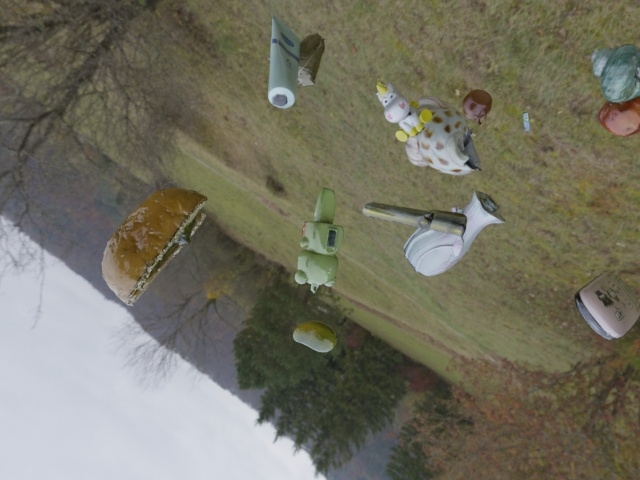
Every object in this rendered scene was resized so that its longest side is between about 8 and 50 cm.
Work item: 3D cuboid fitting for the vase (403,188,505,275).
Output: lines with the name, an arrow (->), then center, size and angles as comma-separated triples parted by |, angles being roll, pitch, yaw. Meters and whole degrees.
vase -> 0.600, -0.031, 1.901 | 0.250, 0.250, 0.445 | 39, 123, -8

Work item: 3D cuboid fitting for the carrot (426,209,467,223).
carrot -> 0.398, -0.083, 1.598 | 0.342, 0.070, 0.070 | 9, 148, 53

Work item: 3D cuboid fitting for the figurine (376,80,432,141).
figurine -> 0.207, -0.351, 1.119 | 0.178, 0.130, 0.109 | 24, 136, -32

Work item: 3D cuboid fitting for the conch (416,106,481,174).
conch -> 0.366, -0.299, 1.249 | 0.148, 0.275, 0.182 | -20, 137, 33

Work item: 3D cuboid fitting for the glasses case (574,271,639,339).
glasses case -> 0.676, 0.145, 0.989 | 0.075, 0.314, 0.122 | -44, 65, 38

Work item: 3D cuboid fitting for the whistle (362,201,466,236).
whistle -> 0.294, -0.073, 1.340 | 0.326, 0.057, 0.068 | 13, -160, 23

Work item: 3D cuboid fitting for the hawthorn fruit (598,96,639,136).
hawthorn fruit -> 1.237, -0.460, 1.656 | 0.285, 0.165, 0.165 | 30, 166, -13

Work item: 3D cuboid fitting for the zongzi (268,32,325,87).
zongzi -> -0.069, -0.590, 1.284 | 0.178, 0.189, 0.081 | 18, 177, -44

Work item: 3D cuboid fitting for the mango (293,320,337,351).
mango -> -0.019, 0.416, 1.856 | 0.191, 0.122, 0.085 | 24, -178, -2

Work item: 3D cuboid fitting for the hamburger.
hamburger -> -0.340, -0.006, 0.852 | 0.131, 0.262, 0.124 | 37, 160, -6

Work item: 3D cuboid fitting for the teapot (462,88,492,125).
teapot -> 0.607, -0.515, 1.649 | 0.116, 0.116, 0.173 | 66, -169, -60

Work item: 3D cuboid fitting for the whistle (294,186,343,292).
whistle -> 0.000, 0.000, 1.155 | 0.131, 0.289, 0.106 | 9, 175, -35

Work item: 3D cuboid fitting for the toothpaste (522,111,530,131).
toothpaste -> 0.859, -0.495, 1.762 | 0.020, 0.017, 0.083 | -3, 131, 32

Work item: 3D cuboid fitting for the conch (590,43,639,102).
conch -> 1.065, -0.587, 1.455 | 0.277, 0.195, 0.220 | 32, 122, 19

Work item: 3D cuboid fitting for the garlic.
garlic -> 0.425, -0.377, 1.479 | 0.253, 0.245, 0.245 | 19, 156, 37

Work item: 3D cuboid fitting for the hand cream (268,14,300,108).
hand cream -> -0.101, -0.487, 1.155 | 0.067, 0.321, 0.109 | -29, 138, 36
